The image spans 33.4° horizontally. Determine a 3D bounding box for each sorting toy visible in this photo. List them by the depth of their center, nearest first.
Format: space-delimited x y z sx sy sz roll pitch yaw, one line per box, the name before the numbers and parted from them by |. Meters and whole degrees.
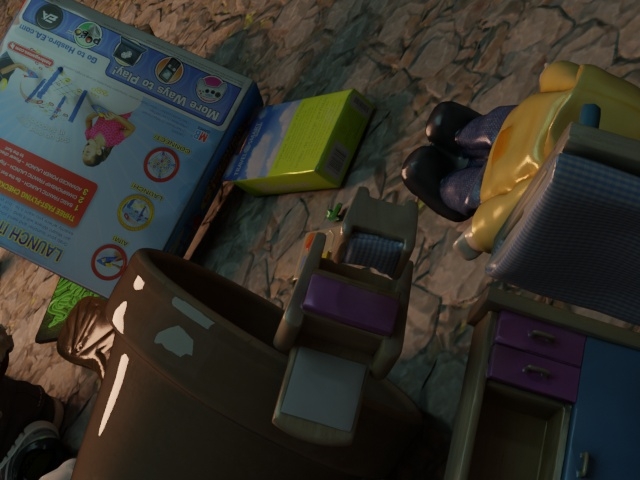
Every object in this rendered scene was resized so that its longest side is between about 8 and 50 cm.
sorting toy | 0.000 0.000 1.089 0.062 0.012 0.083 -15 50 44

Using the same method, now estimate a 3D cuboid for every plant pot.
plant pot | -0.085 0.166 0.841 0.229 0.263 0.263 -60 33 3

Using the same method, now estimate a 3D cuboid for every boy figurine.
boy figurine | 0.157 -0.064 0.817 0.177 0.092 0.285 -60 13 -7

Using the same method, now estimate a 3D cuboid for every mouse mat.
mouse mat | -0.308 0.062 1.420 0.189 0.007 0.153 -13 51 46

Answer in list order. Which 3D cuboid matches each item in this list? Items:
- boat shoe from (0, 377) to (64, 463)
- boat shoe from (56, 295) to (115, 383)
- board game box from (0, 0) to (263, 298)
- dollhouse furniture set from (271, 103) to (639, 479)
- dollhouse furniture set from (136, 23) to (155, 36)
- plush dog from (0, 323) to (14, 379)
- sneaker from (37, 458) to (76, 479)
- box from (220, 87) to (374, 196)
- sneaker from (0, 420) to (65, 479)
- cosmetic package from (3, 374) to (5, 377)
boat shoe | -0.440 0.311 1.282 0.335 0.095 0.112 -57 34 -4
boat shoe | -0.186 0.129 1.142 0.285 0.089 0.104 23 81 54
board game box | -0.272 -0.107 1.273 0.302 0.308 0.086 -63 -10 -9
dollhouse furniture set | 0.122 0.075 0.559 0.303 0.286 0.198 112 175 -63
dollhouse furniture set | -0.324 -0.175 1.475 0.242 0.212 0.161 -18 43 6
plush dog | -0.509 0.155 1.245 0.262 0.210 0.225 -59 27 4
sneaker | -0.292 0.277 0.989 0.212 0.080 0.094 -34 26 17
box | -0.029 -0.106 1.190 0.178 0.042 0.109 -2 58 51
sneaker | -0.346 0.288 1.216 0.075 0.063 0.170 5 60 59
cosmetic package | -0.566 0.279 1.416 0.129 0.153 0.296 -4 60 48
